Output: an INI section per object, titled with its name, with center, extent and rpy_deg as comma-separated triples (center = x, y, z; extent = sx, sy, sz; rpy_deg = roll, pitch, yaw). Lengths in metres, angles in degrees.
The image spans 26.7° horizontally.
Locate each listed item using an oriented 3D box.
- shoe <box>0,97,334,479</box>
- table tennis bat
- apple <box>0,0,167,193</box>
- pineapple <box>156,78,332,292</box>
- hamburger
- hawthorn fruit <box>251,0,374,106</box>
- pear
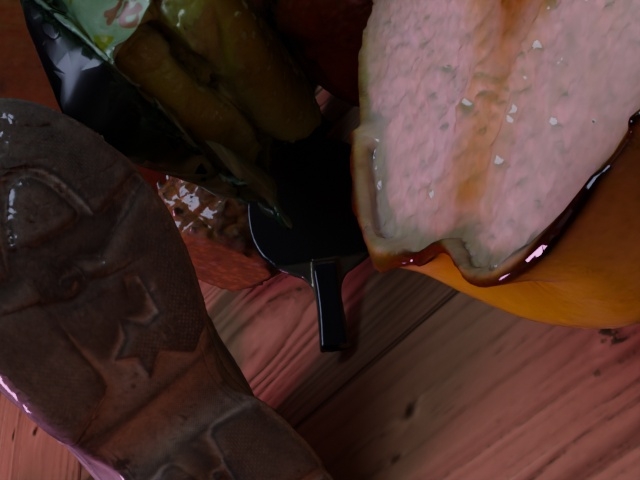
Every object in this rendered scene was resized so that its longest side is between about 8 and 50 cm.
[shoe]
center = -0.130, 0.068, 0.826
extent = 0.132, 0.342, 0.210
rpy_deg = -37, 16, -14
[table tennis bat]
center = 0.000, 0.000, 0.915
extent = 0.095, 0.014, 0.158
rpy_deg = -9, 66, 3
[apple]
center = -0.295, -0.074, 1.183
extent = 0.364, 0.364, 0.363
rpy_deg = -39, 36, 36
[pineapple]
center = -0.047, -0.086, 1.011
extent = 0.119, 0.111, 0.237
rpy_deg = 110, 178, -71
[hamburger]
center = -0.077, -0.103, 0.845
extent = 0.125, 0.214, 0.235
rpy_deg = -50, 52, 7
[hawthorn fruit]
center = 0.037, -0.184, 0.915
extent = 0.179, 0.173, 0.173
rpy_deg = -61, 29, 2
[pear]
center = 0.172, -0.143, 0.616
extent = 0.340, 0.191, 0.386
rpy_deg = 15, 90, 67
